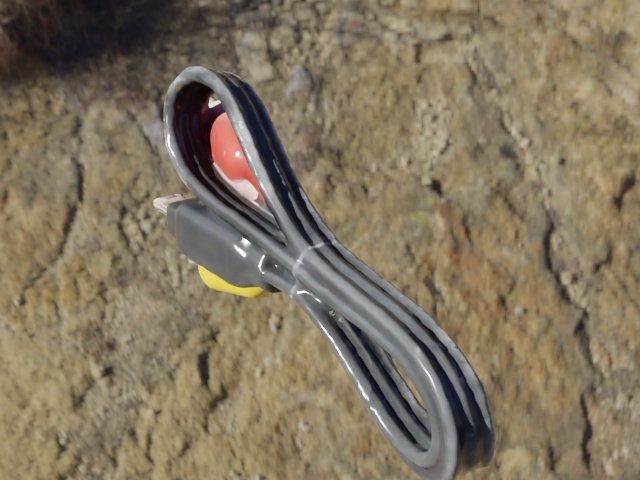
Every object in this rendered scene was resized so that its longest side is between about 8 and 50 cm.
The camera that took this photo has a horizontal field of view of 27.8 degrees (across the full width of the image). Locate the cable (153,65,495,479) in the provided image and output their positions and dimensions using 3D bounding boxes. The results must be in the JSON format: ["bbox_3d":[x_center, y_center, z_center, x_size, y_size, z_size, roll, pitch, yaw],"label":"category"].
[{"bbox_3d":[0.000,0.000,0.633,0.072,0.139,0.287,-14,29,-34],"label":"cable"}]
